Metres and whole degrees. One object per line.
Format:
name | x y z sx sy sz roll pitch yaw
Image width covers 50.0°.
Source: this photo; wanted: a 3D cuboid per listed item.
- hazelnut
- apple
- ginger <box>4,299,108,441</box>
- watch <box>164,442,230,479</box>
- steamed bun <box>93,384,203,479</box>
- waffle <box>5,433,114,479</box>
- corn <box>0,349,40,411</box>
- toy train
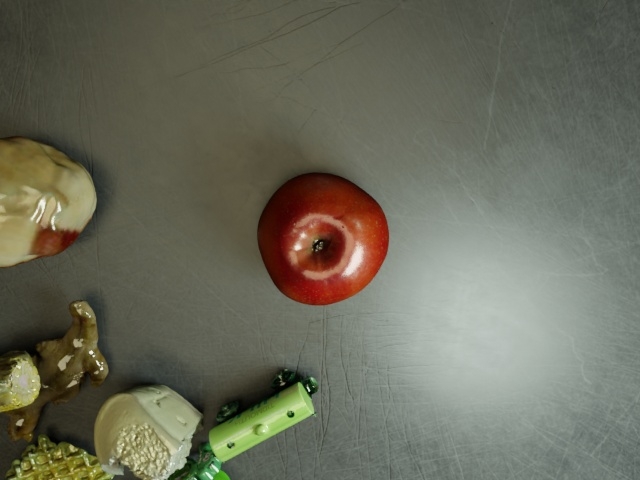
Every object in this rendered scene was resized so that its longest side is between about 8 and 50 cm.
hazelnut | -0.579 -0.077 1.320 0.261 0.241 0.261 -1 92 -31
apple | 0.000 0.000 1.341 0.261 0.216 0.260 0 98 1
ginger | -0.552 0.278 1.427 0.333 0.080 0.166 -45 109 2
watch | -0.244 0.539 1.453 0.165 0.131 0.152 -35 108 2
steamed bun | -0.341 0.394 1.381 0.200 0.225 0.170 34 93 12
waffle | -0.570 0.529 1.467 0.204 0.054 0.223 28 96 -16
corn | -0.681 0.284 1.349 0.305 0.123 0.122 -12 75 24
toy train | -0.117 0.365 1.412 0.253 0.157 0.105 -29 97 2
